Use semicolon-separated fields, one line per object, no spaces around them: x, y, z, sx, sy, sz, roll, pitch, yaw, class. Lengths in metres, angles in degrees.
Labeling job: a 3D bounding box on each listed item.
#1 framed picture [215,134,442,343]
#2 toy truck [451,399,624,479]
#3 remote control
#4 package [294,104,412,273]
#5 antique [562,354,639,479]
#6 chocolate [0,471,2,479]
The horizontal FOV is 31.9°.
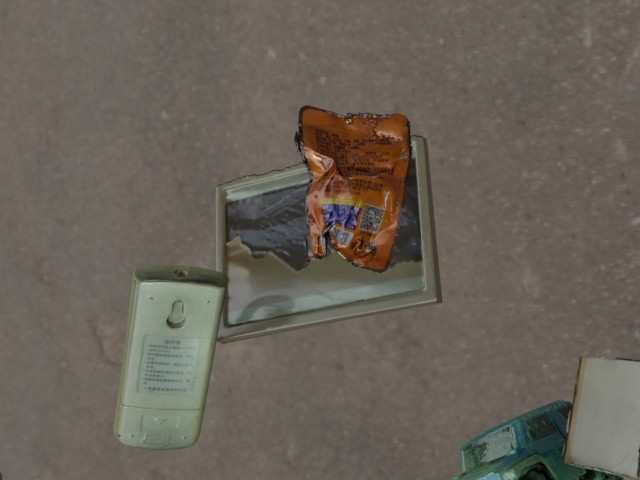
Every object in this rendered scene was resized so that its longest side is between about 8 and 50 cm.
0.000;0.000;1.221;0.265;0.018;0.192;-13;67;24;framed picture
0.274;0.314;1.474;0.155;0.279;0.156;-36;71;38;toy truck
-0.165;0.130;1.208;0.038;0.098;0.233;-107;25;-55;remote control
0.020;-0.036;0.731;0.077;0.033;0.111;5;81;5;package
0.399;0.229;1.401;0.148;0.152;0.147;0;75;57;antique
-0.363;0.225;1.035;0.248;0.110;0.110;104;145;-72;chocolate
